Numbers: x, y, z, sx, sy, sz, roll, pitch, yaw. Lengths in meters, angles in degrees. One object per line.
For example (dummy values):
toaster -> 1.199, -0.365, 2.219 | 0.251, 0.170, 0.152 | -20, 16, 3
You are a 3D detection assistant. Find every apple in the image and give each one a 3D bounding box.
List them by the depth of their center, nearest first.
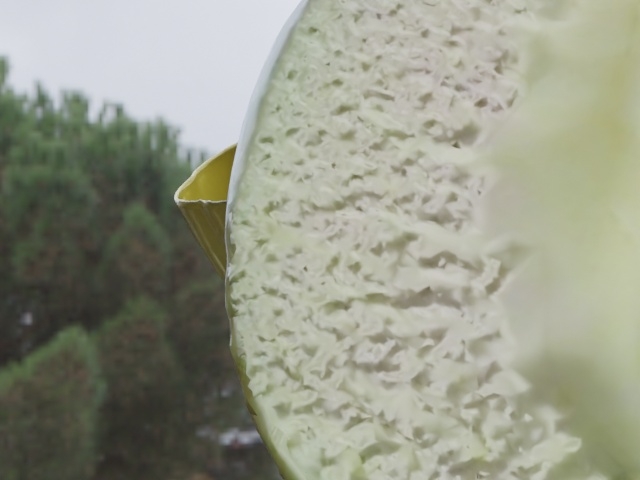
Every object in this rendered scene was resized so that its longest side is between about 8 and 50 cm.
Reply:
apple -> 0.070, -0.007, 0.463 | 0.193, 0.265, 0.120 | 20, -26, 0

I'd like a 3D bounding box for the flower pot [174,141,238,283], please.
flower pot -> 0.000, 0.000, 1.285 | 0.195, 0.179, 0.195 | -22, 17, 7
